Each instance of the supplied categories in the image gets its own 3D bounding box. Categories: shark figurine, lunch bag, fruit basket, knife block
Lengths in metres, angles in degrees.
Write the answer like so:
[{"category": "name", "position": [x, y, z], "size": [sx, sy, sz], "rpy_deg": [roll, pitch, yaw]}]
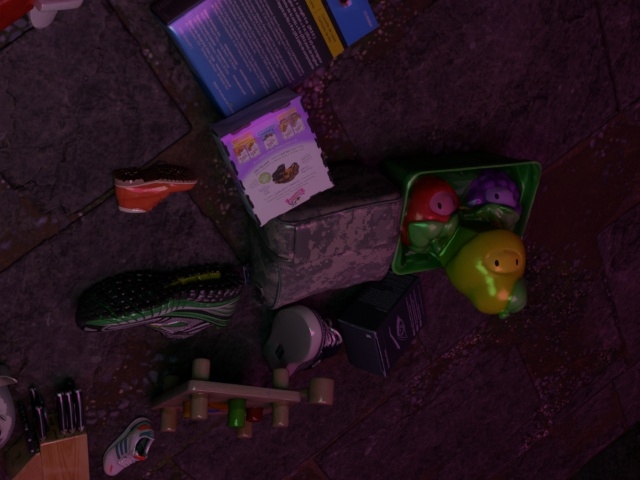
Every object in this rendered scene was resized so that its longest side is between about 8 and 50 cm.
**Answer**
[{"category": "shark figurine", "position": [-0.627, 0.304, 1.553], "size": [0.166, 0.116, 0.278], "rpy_deg": [-6, 121, 5]}, {"category": "lunch bag", "position": [0.000, 0.000, 1.660], "size": [0.305, 0.212, 0.256], "rpy_deg": [-13, 123, -23]}, {"category": "fruit basket", "position": [0.330, -0.024, 1.744], "size": [0.392, 0.392, 0.283], "rpy_deg": [-8, 122, -27]}, {"category": "knife block", "position": [-0.529, 0.418, 1.687], "size": [0.242, 0.088, 0.275], "rpy_deg": [-45, 130, 2]}]

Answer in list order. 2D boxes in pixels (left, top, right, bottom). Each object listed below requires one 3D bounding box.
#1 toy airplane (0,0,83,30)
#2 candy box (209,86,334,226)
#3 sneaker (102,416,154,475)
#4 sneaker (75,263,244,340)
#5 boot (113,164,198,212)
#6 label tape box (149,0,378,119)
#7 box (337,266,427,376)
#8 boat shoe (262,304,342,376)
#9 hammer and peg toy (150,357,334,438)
[{"category": "toy airplane", "position": [-0.505, -0.362, 1.091], "size": [0.272, 0.384, 0.386], "rpy_deg": [37, 87, -9]}, {"category": "candy box", "position": [-0.086, -0.151, 1.459], "size": [0.165, 0.070, 0.196], "rpy_deg": [-30, 124, -12]}, {"category": "sneaker", "position": [-0.427, 0.474, 1.792], "size": [0.161, 0.075, 0.057], "rpy_deg": [-51, 130, 6]}, {"category": "sneaker", "position": [-0.318, 0.149, 1.616], "size": [0.343, 0.134, 0.146], "rpy_deg": [-4, 121, -29]}, {"category": "boot", "position": [-0.311, -0.095, 1.522], "size": [0.158, 0.059, 0.085], "rpy_deg": [-6, 124, -18]}, {"category": "label tape box", "position": [-0.093, -0.395, 1.427], "size": [0.333, 0.106, 0.241], "rpy_deg": [-37, 132, -6]}, {"category": "box", "position": [0.150, 0.188, 1.886], "size": [0.207, 0.108, 0.153], "rpy_deg": [-45, 137, -35]}, {"category": "boat shoe", "position": [-0.017, 0.205, 1.773], "size": [0.158, 0.127, 0.340], "rpy_deg": [-22, 166, -24]}, {"category": "hammer and peg toy", "position": [-0.163, 0.359, 1.754], "size": [0.361, 0.127, 0.266], "rpy_deg": [12, 155, -28]}]
